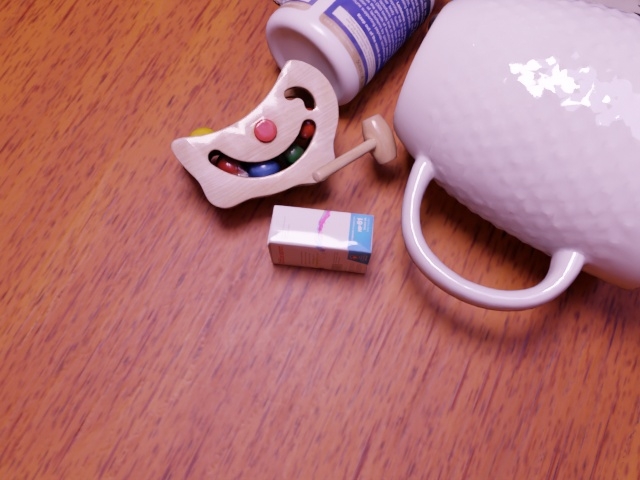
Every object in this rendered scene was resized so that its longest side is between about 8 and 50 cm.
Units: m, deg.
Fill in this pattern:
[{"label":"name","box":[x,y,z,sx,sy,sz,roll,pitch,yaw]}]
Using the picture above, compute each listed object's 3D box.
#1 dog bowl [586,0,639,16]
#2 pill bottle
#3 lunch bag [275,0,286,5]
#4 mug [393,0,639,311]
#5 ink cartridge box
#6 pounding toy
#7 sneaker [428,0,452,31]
[{"label":"dog bowl","box":[0.549,-0.401,0.790,0.409,0.150,0.407,0,77,0]},{"label":"pill bottle","box":[0.062,-0.326,0.817,0.153,0.153,0.264,38,74,11]},{"label":"lunch bag","box":[-0.053,-0.405,0.886,0.053,0.071,0.083,-5,68,-8]},{"label":"mug","box":[0.244,-0.097,0.685,0.328,0.276,0.373,28,83,11]},{"label":"ink cartridge box","box":[0.000,0.000,0.731,0.123,0.088,0.052,5,70,0]},{"label":"pounding toy","box":[-0.047,-0.137,0.725,0.270,0.155,0.154,-17,95,-7]},{"label":"sneaker","box":[0.302,-0.302,0.820,0.287,0.109,0.130,22,62,21]}]
